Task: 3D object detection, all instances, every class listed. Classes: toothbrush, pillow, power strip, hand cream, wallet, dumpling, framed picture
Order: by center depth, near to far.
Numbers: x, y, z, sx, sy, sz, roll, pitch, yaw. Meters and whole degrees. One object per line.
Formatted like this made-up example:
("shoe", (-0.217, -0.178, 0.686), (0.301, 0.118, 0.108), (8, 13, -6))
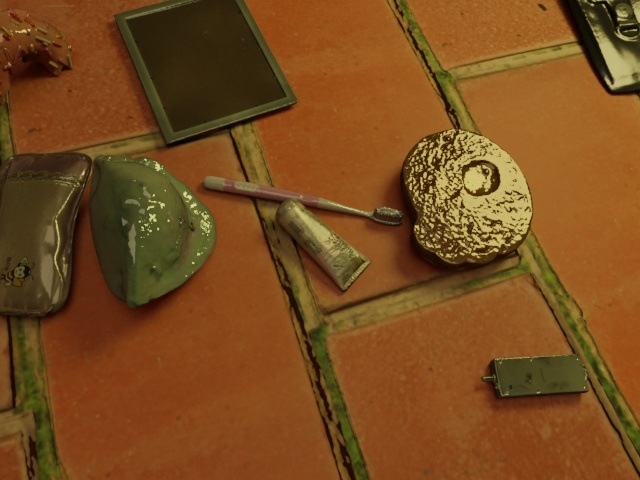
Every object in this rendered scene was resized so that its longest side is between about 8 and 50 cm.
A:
("power strip", (0.265, 0.169, 0.662), (0.136, 0.019, 0.051), (-3, 67, -6))
("dumpling", (-0.209, -0.019, 0.663), (0.149, 0.105, 0.217), (-10, 66, -9))
("pillow", (-0.373, -0.016, 0.685), (0.130, 0.038, 0.233), (2, 67, 0))
("hand cream", (0.000, 0.000, 0.715), (0.143, 0.039, 0.061), (44, 62, 5))
("toothbrush", (-0.024, -0.058, 0.741), (0.286, 0.025, 0.020), (11, 64, 1))
("framed picture", (-0.183, -0.285, 0.838), (0.217, 0.017, 0.275), (-20, 69, -13))
("wallet", (0.533, -0.366, 0.920), (0.168, 0.052, 0.246), (-10, 69, -5))

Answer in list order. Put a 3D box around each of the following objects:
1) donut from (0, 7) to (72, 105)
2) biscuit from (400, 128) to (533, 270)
("donut", (-0.438, -0.268, 0.756), (0.065, 0.117, 0.166), (32, 67, 15))
("biscuit", (0.200, -0.058, 0.745), (0.180, 0.049, 0.208), (-8, 66, -8))
